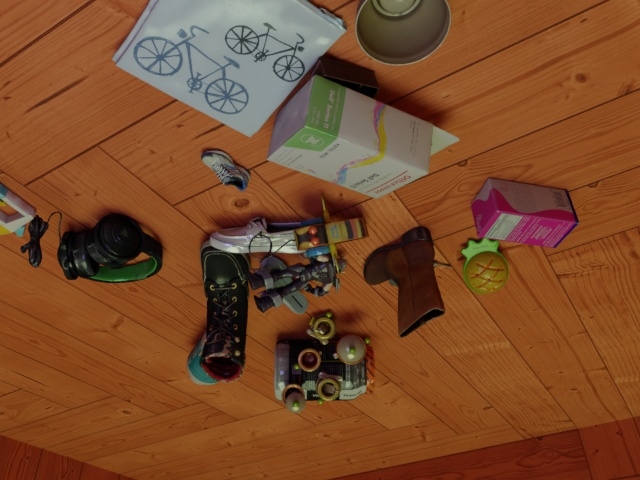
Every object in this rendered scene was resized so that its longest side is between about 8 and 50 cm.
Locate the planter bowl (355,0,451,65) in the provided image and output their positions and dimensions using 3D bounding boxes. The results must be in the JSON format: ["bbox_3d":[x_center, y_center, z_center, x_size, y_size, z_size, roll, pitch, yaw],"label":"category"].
[{"bbox_3d":[0.138,-0.406,1.050,0.162,0.109,0.162,-1,142,-1],"label":"planter bowl"}]

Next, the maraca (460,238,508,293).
[{"bbox_3d":[0.462,0.071,1.693,0.127,0.099,0.185,-17,115,7],"label":"maraca"}]

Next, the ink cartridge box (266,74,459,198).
[{"bbox_3d":[0.092,-0.193,1.265,0.354,0.119,0.207,17,162,-22],"label":"ink cartridge box"}]

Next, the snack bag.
[{"bbox_3d":[-0.174,-0.375,1.138,0.323,0.037,0.342,25,132,-31],"label":"snack bag"}]

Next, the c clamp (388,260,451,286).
[{"bbox_3d":[0.285,0.102,1.782,0.137,0.022,0.160,20,137,-26],"label":"c clamp"}]

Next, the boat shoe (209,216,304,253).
[{"bbox_3d":[-0.158,-0.021,1.565,0.258,0.095,0.084,0,116,-14],"label":"boat shoe"}]

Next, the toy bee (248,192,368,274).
[{"bbox_3d":[0.000,0.000,1.475,0.298,0.195,0.162,-34,-174,-18],"label":"toy bee"}]

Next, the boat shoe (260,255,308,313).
[{"bbox_3d":[-0.122,0.132,1.758,0.076,0.083,0.226,15,142,50],"label":"boat shoe"}]

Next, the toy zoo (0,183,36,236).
[{"bbox_3d":[-0.850,-0.095,1.478,0.193,0.030,0.293,-17,139,19],"label":"toy zoo"}]

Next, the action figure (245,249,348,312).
[{"bbox_3d":[-0.053,0.094,1.656,0.285,0.099,0.185,-17,113,-13],"label":"action figure"}]

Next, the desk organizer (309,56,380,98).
[{"bbox_3d":[0.049,-0.315,1.188,0.130,0.050,0.047,5,143,-29],"label":"desk organizer"}]

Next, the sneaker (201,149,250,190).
[{"bbox_3d":[-0.218,-0.161,1.395,0.135,0.058,0.052,29,133,-33],"label":"sneaker"}]

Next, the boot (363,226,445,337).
[{"bbox_3d":[0.219,0.138,1.614,0.096,0.280,0.264,30,132,-34],"label":"boot"}]

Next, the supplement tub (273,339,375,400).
[{"bbox_3d":[0.011,0.446,2.066,0.338,0.207,0.207,0,142,-2],"label":"supplement tub"}]

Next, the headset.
[{"bbox_3d":[-0.579,0.043,1.542,0.244,0.185,0.394,-18,151,20],"label":"headset"}]

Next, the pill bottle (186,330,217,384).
[{"bbox_3d":[-0.365,0.398,2.038,0.146,0.146,0.264,17,138,-22],"label":"pill bottle"}]

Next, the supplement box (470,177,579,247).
[{"bbox_3d":[0.505,-0.068,1.498,0.220,0.111,0.114,9,142,-12],"label":"supplement box"}]

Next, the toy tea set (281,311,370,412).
[{"bbox_3d":[0.009,0.404,1.902,0.200,0.335,0.124,26,175,0],"label":"toy tea set"}]

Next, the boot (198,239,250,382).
[{"bbox_3d":[-0.270,0.200,1.672,0.138,0.284,0.377,2,143,-3],"label":"boot"}]

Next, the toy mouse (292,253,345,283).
[{"bbox_3d":[-0.027,0.087,1.742,0.161,0.031,0.143,-17,140,19],"label":"toy mouse"}]
